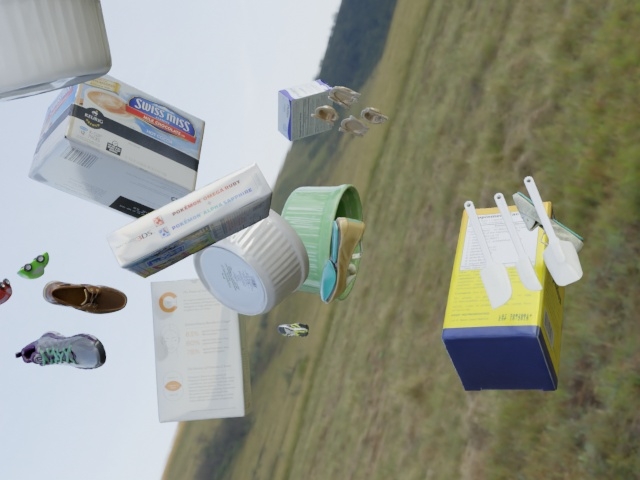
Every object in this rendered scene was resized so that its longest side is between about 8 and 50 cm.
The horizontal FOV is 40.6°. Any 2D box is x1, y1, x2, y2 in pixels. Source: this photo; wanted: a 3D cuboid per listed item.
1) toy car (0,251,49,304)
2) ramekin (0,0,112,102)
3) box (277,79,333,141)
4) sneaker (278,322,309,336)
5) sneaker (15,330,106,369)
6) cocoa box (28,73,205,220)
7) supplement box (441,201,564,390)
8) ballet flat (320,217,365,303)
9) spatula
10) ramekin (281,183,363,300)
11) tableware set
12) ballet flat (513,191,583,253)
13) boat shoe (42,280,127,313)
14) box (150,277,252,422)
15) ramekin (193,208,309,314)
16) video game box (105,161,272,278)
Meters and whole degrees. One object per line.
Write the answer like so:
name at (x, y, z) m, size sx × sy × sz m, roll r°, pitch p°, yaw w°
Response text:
toy car at (-0.818, 0.112, 2.335) m, size 0.225 × 0.053 × 0.239 m, roll -40°, pitch 11°, yaw -28°
ramekin at (-0.431, -0.276, 1.225) m, size 0.277 × 0.277 × 0.135 m, roll -51°, pitch -52°, yaw -73°
box at (-0.040, -0.348, 2.312) m, size 0.137 × 0.072 × 0.126 m, roll -20°, pitch -48°, yaw -27°
sneaker at (-0.069, 0.232, 2.264) m, size 0.035 × 0.083 × 0.031 m, roll -65°, pitch -20°, yaw -58°
sneaker at (-0.555, 0.249, 1.853) m, size 0.098 × 0.223 × 0.083 m, roll -27°, pitch -71°, yaw -48°
cocoa box at (-0.495, -0.227, 2.137) m, size 0.231 × 0.347 × 0.228 m, roll -32°, pitch 44°, yaw 45°
supplement box at (0.394, 0.116, 1.816) m, size 0.195 × 0.194 × 0.357 m, roll 61°, pitch -145°, yaw -41°
ballet flat at (0.052, 0.049, 1.857) m, size 0.080 × 0.073 × 0.232 m, roll -106°, pitch 20°, yaw -45°
spatula at (0.356, -0.002, 1.556) m, size 0.019 × 0.168 × 0.242 m, roll 48°, pitch -156°, yaw -47°
ramekin at (0.000, 0.000, 2.256) m, size 0.303 × 0.148 × 0.304 m, roll 5°, pitch -90°, yaw -72°
tableware set at (0.064, -0.280, 1.915) m, size 0.168 × 0.141 × 0.020 m, roll -33°, pitch 37°, yaw 60°
ballet flat at (0.430, -0.027, 1.674) m, size 0.052 × 0.168 × 0.057 m, roll -51°, pitch -16°, yaw 2°
boat shoe at (-0.496, 0.124, 1.837) m, size 0.060 × 0.177 × 0.064 m, roll 3°, pitch 84°, yaw 64°
box at (-0.296, 0.271, 2.176) m, size 0.168 × 0.214 × 0.346 m, roll 76°, pitch -170°, yaw -83°
ramekin at (-0.134, 0.039, 1.566) m, size 0.109 × 0.207 × 0.207 m, roll -48°, pitch -22°, yaw -38°
video game box at (-0.151, -0.019, 1.042) m, size 0.187 × 0.048 × 0.205 m, roll -29°, pitch -3°, yaw -7°
